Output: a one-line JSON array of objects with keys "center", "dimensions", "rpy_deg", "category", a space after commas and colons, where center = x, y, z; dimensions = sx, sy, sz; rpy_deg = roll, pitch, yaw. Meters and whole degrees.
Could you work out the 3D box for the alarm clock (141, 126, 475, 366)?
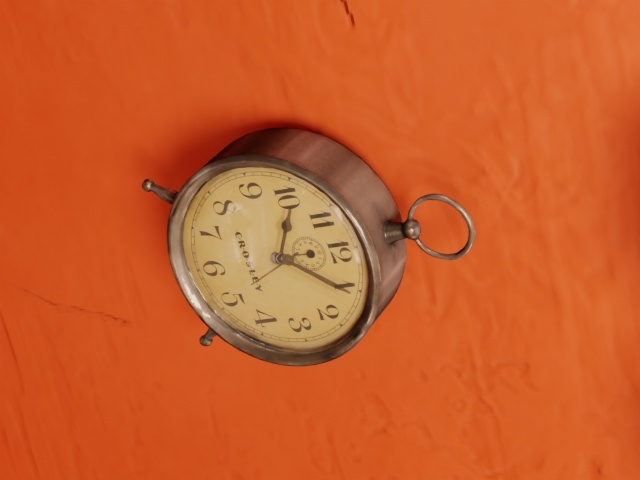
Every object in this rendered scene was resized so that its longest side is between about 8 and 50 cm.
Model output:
[{"center": [0.000, 0.000, 0.969], "dimensions": [0.192, 0.064, 0.129], "rpy_deg": [-5, 113, 32], "category": "alarm clock"}]
